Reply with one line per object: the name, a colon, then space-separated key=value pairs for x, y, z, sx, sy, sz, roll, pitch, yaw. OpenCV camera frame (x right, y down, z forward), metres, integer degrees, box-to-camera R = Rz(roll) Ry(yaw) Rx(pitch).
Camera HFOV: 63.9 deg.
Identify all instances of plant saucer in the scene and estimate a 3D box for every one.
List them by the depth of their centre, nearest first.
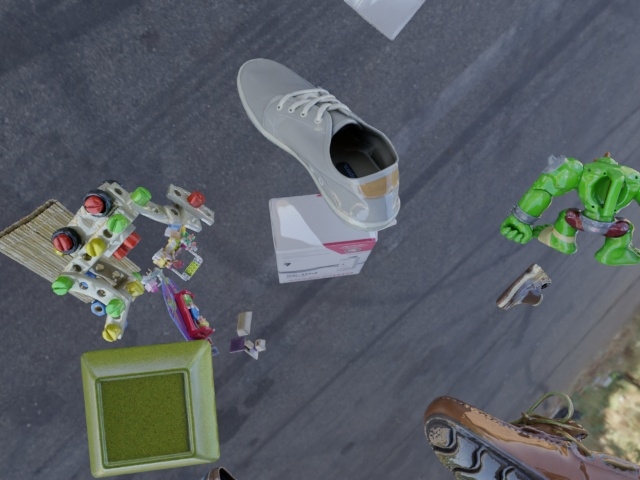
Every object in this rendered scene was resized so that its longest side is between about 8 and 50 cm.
plant saucer: x=-0.249 y=0.249 z=0.744 sx=0.188 sy=0.045 sz=0.189 roll=-5 pitch=92 yaw=-8

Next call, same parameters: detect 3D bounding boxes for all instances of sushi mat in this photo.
sushi mat: x=-0.520 y=0.036 z=1.081 sx=0.151 sy=0.019 sz=0.317 roll=-33 pitch=151 yaw=-6

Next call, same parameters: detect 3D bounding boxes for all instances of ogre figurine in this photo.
ogre figurine: x=0.329 y=-0.036 z=0.603 sx=0.096 sy=0.196 sz=0.118 roll=-34 pitch=138 yaw=-42

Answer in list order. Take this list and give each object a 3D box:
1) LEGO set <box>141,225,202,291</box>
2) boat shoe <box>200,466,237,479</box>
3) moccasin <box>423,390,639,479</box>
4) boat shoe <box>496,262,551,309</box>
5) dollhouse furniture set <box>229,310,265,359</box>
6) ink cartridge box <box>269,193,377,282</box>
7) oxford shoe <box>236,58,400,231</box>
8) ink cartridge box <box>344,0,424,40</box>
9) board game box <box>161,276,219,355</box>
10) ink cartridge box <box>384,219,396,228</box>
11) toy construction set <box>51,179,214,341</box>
LEGO set: x=-0.369 y=0.037 z=1.360 sx=0.287 sy=0.107 sz=0.132 roll=-47 pitch=-173 yaw=42
boat shoe: x=-0.157 y=0.519 z=0.994 sx=0.066 sy=0.183 sz=0.066 roll=-49 pitch=174 yaw=29
moccasin: x=0.322 y=0.304 z=0.711 sx=0.139 sy=0.379 sz=0.147 roll=108 pitch=3 yaw=-49
boat shoe: x=0.616 y=0.150 z=1.522 sx=0.257 sy=0.095 sz=0.095 roll=-28 pitch=156 yaw=-40
dollhouse furniture set: x=-0.160 y=0.235 z=1.278 sx=0.090 sy=0.115 sz=0.081 roll=-15 pitch=141 yaw=21
ink cartridge box: x=0.000 y=0.000 z=1.130 sx=0.207 sy=0.117 sz=0.283 roll=-7 pitch=163 yaw=-5
oxford shoe: x=-0.004 y=-0.210 z=0.922 sx=0.169 sy=0.449 sz=0.130 roll=-25 pitch=150 yaw=-22
ink cartridge box: x=0.152 y=-0.513 z=1.015 sx=0.128 sy=0.127 sz=0.176 roll=-43 pitch=-165 yaw=48
board game box: x=-0.210 y=0.129 z=0.865 sx=0.033 sy=0.133 sz=0.169 roll=-26 pitch=116 yaw=-4
ink cartridge box: x=0.121 y=-0.122 z=1.381 sx=0.115 sy=0.067 sz=0.198 roll=-20 pitch=106 yaw=19
toy construction set: x=-0.358 y=0.013 z=0.947 sx=0.215 sy=0.151 sz=0.328 roll=43 pitch=96 yaw=-15
